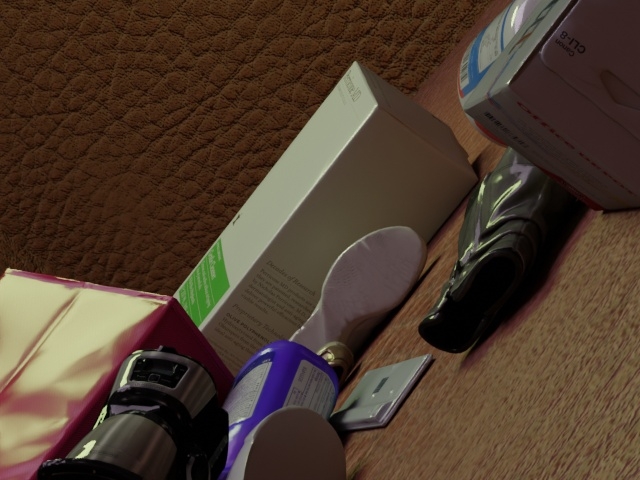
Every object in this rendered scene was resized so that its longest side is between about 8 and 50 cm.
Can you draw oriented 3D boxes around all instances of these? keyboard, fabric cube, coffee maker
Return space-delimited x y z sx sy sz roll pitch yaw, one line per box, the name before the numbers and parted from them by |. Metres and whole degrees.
keyboard | 0.048 0.136 1.743 0.072 0.014 0.256 -48 3 -12
fabric cube | -0.234 0.213 1.890 0.259 0.254 0.258 7 52 43
coffee maker | -0.152 0.195 1.565 0.171 0.120 0.178 -61 -2 31

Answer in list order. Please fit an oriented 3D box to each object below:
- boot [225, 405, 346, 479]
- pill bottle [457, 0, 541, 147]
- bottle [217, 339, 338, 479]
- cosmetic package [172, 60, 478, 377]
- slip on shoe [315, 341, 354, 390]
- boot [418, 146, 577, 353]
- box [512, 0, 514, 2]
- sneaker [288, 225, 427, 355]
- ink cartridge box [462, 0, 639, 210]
boot | -0.069 0.238 1.534 0.123 0.095 0.258 -41 11 36
pill bottle | 0.207 -0.160 1.719 0.124 0.124 0.221 -54 5 -17
bottle | -0.058 0.199 1.725 0.118 0.092 0.283 -54 7 28
cosmetic package | 0.000 0.000 2.265 0.365 0.155 0.197 -53 17 11
slip on shoe | -0.016 0.161 2.014 0.135 0.051 0.041 -45 18 16
boot | 0.161 -0.026 1.481 0.246 0.083 0.161 -59 3 42
box | 0.305 -0.292 1.922 0.184 0.103 0.261 -50 4 -9
sneaker | 0.036 0.071 2.072 0.212 0.080 0.094 -50 -14 10
ink cartridge box | 0.194 -0.106 1.339 0.127 0.128 0.176 -52 5 -3
